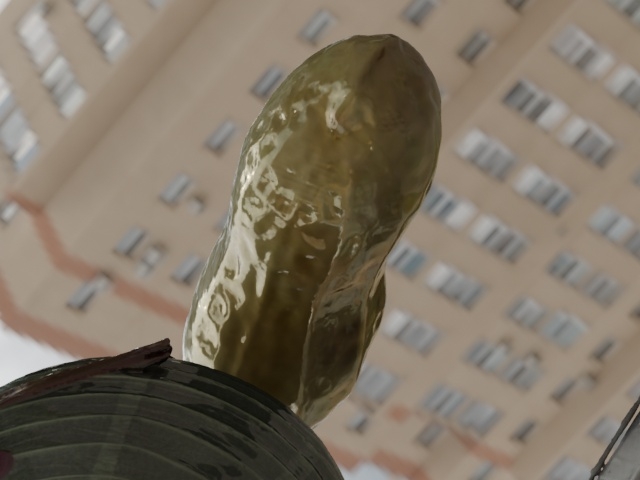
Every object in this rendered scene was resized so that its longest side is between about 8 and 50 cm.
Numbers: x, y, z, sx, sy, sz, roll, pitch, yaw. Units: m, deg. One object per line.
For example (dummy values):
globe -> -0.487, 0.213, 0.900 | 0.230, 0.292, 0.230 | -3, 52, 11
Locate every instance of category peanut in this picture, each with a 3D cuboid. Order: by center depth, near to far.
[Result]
peanut -> 0.000, 0.000, 1.085 | 0.111, 0.274, 0.125 | 34, -143, 15

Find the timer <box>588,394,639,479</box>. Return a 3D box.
timer -> 0.335, 0.162, 1.593 | 0.078, 0.253, 0.178 | 42, 164, -24

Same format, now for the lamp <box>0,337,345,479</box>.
lamp -> -0.110, 0.173, 1.007 | 0.233, 0.265, 0.233 | 56, -170, -15
